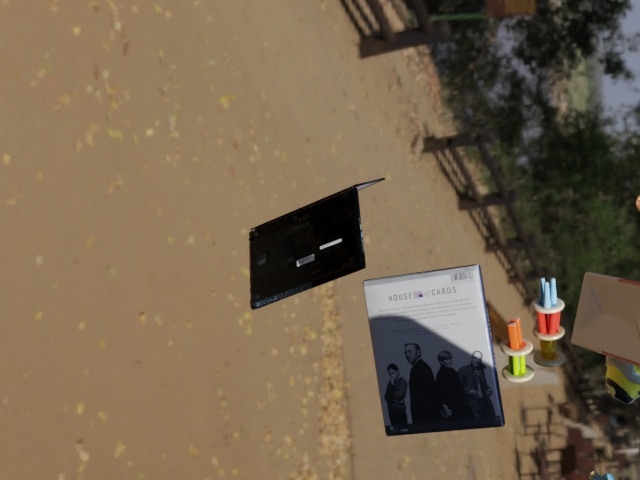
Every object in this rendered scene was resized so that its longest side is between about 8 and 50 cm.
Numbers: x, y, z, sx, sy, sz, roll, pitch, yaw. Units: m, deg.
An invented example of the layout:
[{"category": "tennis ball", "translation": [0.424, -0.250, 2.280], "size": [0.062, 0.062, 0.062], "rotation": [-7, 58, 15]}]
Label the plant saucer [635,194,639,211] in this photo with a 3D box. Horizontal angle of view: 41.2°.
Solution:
[{"category": "plant saucer", "translation": [0.655, -0.075, 1.650], "size": [0.013, 0.083, 0.083], "rotation": [61, 26, -32]}]

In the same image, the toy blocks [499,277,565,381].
[{"category": "toy blocks", "translation": [0.341, 0.141, 1.376], "size": [0.054, 0.123, 0.148], "rotation": [27, -50, 55]}]

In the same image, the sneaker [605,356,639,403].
[{"category": "sneaker", "translation": [0.613, 0.209, 1.426], "size": [0.145, 0.385, 0.147], "rotation": [37, -68, 62]}]

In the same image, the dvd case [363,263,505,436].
[{"category": "dvd case", "translation": [0.167, 0.165, 1.269], "size": [0.029, 0.179, 0.238], "rotation": [-1, 82, -71]}]

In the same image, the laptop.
[{"category": "laptop", "translation": [0.000, 0.000, 1.557], "size": [0.136, 0.234, 0.264], "rotation": [39, 38, -46]}]

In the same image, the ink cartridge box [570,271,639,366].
[{"category": "ink cartridge box", "translation": [0.325, 0.078, 0.694], "size": [0.115, 0.198, 0.067], "rotation": [-163, -96, -77]}]

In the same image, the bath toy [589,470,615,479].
[{"category": "bath toy", "translation": [0.329, 0.492, 1.366], "size": [0.151, 0.348, 0.129], "rotation": [26, 38, -51]}]
